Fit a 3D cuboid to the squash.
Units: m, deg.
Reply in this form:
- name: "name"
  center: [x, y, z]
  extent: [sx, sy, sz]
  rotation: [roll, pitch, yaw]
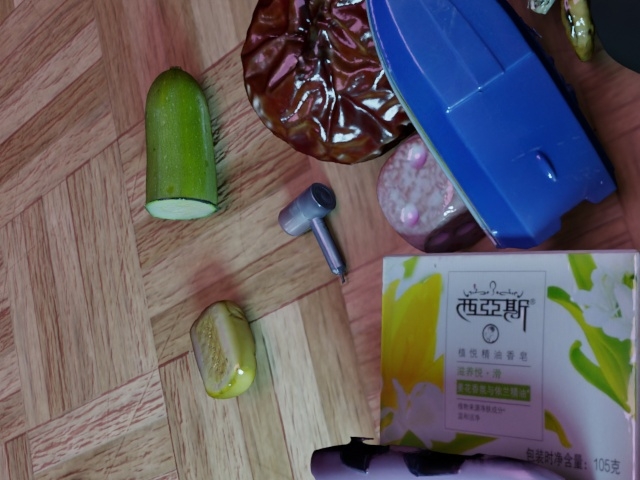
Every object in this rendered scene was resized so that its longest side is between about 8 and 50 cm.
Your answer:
- name: "squash"
  center: [-0.175, -0.125, 1.249]
  extent: [0.095, 0.095, 0.188]
  rotation: [-17, 69, 41]

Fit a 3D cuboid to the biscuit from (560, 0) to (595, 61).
- name: "biscuit"
  center: [0.220, -0.277, 0.872]
  extent: [0.029, 0.118, 0.247]
  rotation: [-6, 84, 19]

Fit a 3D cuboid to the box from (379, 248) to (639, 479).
- name: "box"
  center: [0.180, 0.108, 0.873]
  extent: [0.260, 0.111, 0.194]
  rotation: [-4, 84, 45]

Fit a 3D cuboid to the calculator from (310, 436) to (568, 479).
- name: "calculator"
  center: [0.128, 0.240, 0.863]
  extent: [0.294, 0.194, 0.043]
  rotation: [-10, 40, 46]

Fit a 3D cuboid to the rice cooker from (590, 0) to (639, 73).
- name: "rice cooker"
  center: [0.289, -0.224, 0.784]
  extent: [0.118, 0.142, 0.203]
  rotation: [22, 97, 54]

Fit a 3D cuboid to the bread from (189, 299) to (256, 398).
- name: "bread"
  center: [-0.107, 0.129, 1.176]
  extent: [0.082, 0.056, 0.115]
  rotation: [-47, 50, 29]

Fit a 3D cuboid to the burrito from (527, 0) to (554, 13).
- name: "burrito"
  center: [0.175, -0.279, 0.907]
  extent: [0.058, 0.063, 0.229]
  rotation: [101, 171, -50]

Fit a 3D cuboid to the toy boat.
- name: "toy boat"
  center: [0.128, -0.142, 0.860]
  extent: [0.129, 0.088, 0.295]
  rotation: [-35, 96, -6]

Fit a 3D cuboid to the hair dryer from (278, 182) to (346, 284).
- name: "hair dryer"
  center: [0.000, 0.000, 1.108]
  extent: [0.063, 0.037, 0.114]
  rotation: [-39, 68, 36]

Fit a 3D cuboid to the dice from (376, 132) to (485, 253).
- name: "dice"
  center: [0.117, -0.046, 0.958]
  extent: [0.091, 0.093, 0.094]
  rotation: [-47, 58, 29]

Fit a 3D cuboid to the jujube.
- name: "jujube"
  center: [0.042, -0.198, 0.980]
  extent: [0.232, 0.213, 0.213]
  rotation: [-55, 53, 30]
